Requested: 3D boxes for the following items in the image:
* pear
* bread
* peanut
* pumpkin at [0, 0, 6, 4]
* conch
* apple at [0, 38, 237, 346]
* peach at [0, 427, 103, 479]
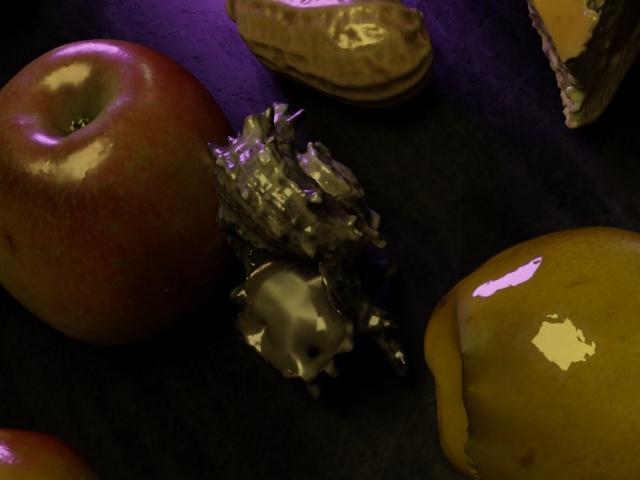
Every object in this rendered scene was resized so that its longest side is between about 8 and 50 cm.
[{"bbox_3d":[0.258,0.108,1.249,0.336,0.285,0.285,-26,50,-8],"label":"pear"},{"bbox_3d":[0.313,-0.266,1.521,0.211,0.184,0.224,-22,54,6],"label":"bread"},{"bbox_3d":[-0.001,-0.252,1.697,0.325,0.140,0.153,35,89,40],"label":"peanut"},{"bbox_3d":[-0.521,-0.449,2.026,0.225,0.256,0.303,1,84,23],"label":"pumpkin"},{"bbox_3d":[-0.008,0.001,1.467,0.186,0.240,0.313,-12,84,-7],"label":"conch"},{"bbox_3d":[-0.235,-0.060,1.601,0.319,0.277,0.319,-14,51,19],"label":"apple"},{"bbox_3d":[-0.318,0.300,1.462,0.231,0.231,0.231,-13,55,20],"label":"peach"}]
